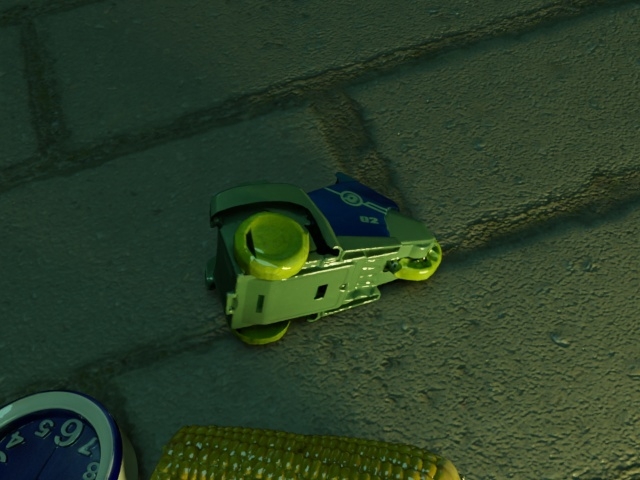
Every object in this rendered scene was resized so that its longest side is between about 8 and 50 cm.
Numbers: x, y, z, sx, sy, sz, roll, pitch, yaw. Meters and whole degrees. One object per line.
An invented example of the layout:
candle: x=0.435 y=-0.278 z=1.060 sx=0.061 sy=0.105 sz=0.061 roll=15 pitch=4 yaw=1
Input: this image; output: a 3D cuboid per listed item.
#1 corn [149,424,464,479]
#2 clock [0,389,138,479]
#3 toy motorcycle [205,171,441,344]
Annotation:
corn: x=-0.020 y=0.294 z=0.780 sx=0.388 sy=0.144 sz=0.143 roll=7 pitch=61 yaw=4
clock: x=-0.340 y=0.296 z=0.795 sx=0.231 sy=0.083 sz=0.230 roll=-6 pitch=47 yaw=7
toy motorcycle: x=0.000 y=0.000 z=0.941 sx=0.327 sy=0.191 sz=0.199 roll=-12 pitch=55 yaw=-22
